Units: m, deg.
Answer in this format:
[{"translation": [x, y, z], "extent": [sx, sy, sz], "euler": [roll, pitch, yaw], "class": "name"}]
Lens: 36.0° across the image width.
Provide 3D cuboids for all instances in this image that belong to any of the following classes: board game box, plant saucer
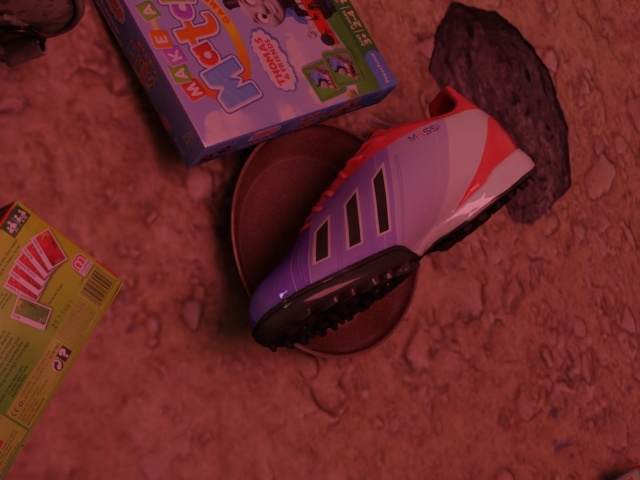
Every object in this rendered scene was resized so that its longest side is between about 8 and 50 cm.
[{"translation": [-0.054, -0.160, 0.787], "extent": [0.212, 0.039, 0.160], "euler": [-25, 82, -38], "class": "board game box"}, {"translation": [0.000, 0.000, 0.819], "extent": [0.199, 0.036, 0.198], "euler": [8, 76, -37], "class": "plant saucer"}, {"translation": [-0.213, 0.075, 0.627], "extent": [0.092, 0.043, 0.181], "euler": [41, 58, -25], "class": "board game box"}]

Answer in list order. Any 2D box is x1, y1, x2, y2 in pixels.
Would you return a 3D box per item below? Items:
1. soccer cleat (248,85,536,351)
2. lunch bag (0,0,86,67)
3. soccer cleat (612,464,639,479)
[{"translation": [0.044, -0.024, 0.784], "extent": [0.318, 0.108, 0.116], "euler": [-33, 81, -37], "class": "soccer cleat"}, {"translation": [-0.225, -0.291, 0.587], "extent": [0.256, 0.213, 0.305], "euler": [36, 55, -61], "class": "lunch bag"}, {"translation": [0.353, 0.351, 1.015], "extent": [0.095, 0.083, 0.247], "euler": [-16, 96, -11], "class": "soccer cleat"}]
